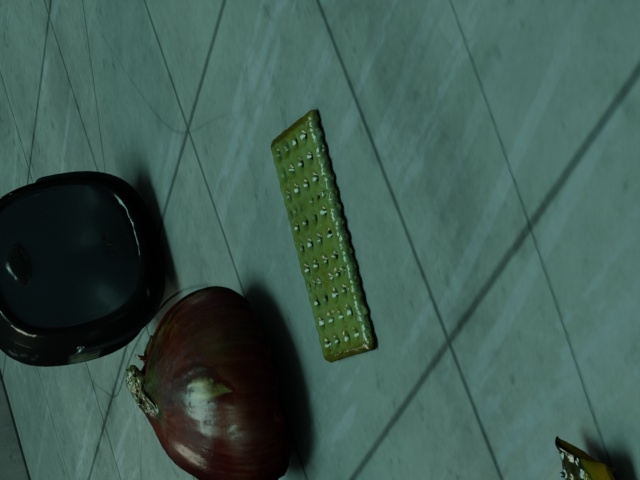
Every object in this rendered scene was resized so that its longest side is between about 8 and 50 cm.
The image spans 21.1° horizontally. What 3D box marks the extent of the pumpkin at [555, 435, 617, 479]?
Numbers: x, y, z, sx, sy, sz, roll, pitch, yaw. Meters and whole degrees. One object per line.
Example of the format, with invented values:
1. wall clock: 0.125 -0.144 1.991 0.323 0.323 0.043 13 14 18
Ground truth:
1. pumpkin: 0.193 0.183 1.181 0.073 0.035 0.101 164 90 -82

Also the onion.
1. onion: -0.115 0.171 1.887 0.248 0.161 0.248 61 175 9

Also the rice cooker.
1. rice cooker: -0.340 0.043 2.297 0.224 0.267 0.267 120 135 -73

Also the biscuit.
1. biscuit: 0.000 0.000 1.645 0.139 0.016 0.231 152 105 -69
